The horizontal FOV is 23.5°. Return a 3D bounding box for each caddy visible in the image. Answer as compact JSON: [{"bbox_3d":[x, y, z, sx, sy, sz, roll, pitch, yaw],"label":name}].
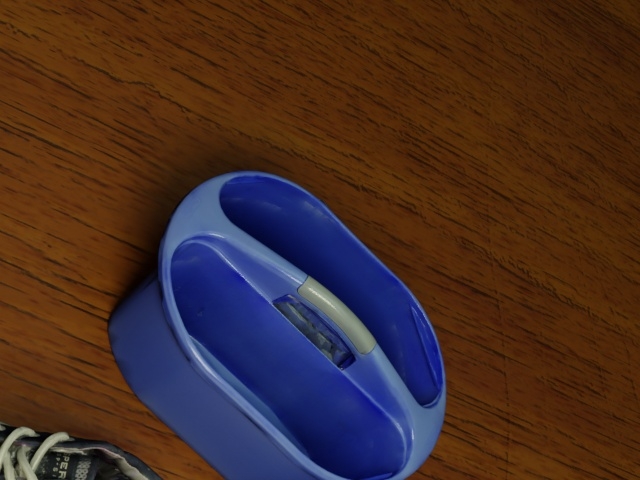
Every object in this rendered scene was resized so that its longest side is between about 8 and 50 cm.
[{"bbox_3d":[-0.029,0.093,1.461,0.341,0.179,0.241,44,50,-14],"label":"caddy"}]

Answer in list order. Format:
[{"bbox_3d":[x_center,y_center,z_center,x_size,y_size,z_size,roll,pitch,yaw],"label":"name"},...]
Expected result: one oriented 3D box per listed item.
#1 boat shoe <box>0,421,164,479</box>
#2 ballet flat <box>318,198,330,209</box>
[{"bbox_3d":[-0.261,0.172,1.200,0.340,0.158,0.127,36,45,-41],"label":"boat shoe"},{"bbox_3d":[0.000,0.000,1.622,0.041,0.041,0.114,30,53,-25],"label":"ballet flat"}]
